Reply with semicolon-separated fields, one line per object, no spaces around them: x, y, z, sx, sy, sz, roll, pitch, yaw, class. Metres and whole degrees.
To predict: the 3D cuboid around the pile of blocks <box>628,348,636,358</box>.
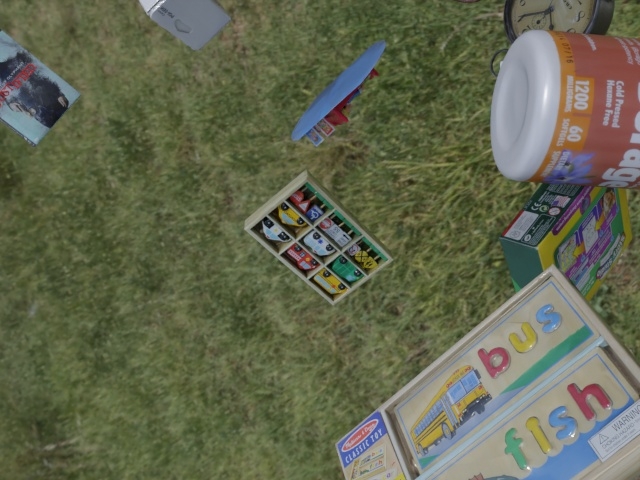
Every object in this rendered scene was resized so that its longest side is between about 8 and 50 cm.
0.576;0.359;1.677;0.362;0.149;0.112;-27;97;38;pile of blocks

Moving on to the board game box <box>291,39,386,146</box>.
0.033;-0.181;0.906;0.033;0.133;0.169;42;123;-17;board game box

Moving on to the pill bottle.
0.260;-0.102;0.580;0.121;0.216;0.121;-177;90;-85;pill bottle

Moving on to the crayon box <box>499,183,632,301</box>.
0.578;-0.004;1.645;0.106;0.363;0.313;20;147;43;crayon box

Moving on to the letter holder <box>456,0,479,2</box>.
0.055;-0.375;0.633;0.302;0.152;0.214;32;91;20;letter holder

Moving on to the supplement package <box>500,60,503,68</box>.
0.499;-0.241;1.394;0.198;0.263;0.199;-1;86;41;supplement package

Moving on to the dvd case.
-0.358;-0.180;0.837;0.119;0.087;0.013;40;157;-17;dvd case

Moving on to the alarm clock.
0.290;-0.279;0.911;0.192;0.064;0.129;-42;65;37;alarm clock

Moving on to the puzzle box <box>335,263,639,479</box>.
0.206;0.246;0.883;0.409;0.052;0.272;-44;33;15;puzzle box

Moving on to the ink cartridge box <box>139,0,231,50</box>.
-0.170;-0.289;0.784;0.056;0.099;0.135;-38;69;13;ink cartridge box

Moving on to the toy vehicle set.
0.000;0.000;1.431;0.166;0.035;0.267;-39;117;17;toy vehicle set
